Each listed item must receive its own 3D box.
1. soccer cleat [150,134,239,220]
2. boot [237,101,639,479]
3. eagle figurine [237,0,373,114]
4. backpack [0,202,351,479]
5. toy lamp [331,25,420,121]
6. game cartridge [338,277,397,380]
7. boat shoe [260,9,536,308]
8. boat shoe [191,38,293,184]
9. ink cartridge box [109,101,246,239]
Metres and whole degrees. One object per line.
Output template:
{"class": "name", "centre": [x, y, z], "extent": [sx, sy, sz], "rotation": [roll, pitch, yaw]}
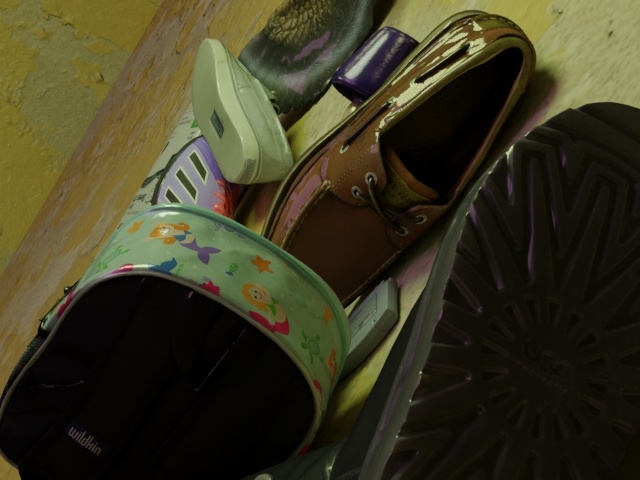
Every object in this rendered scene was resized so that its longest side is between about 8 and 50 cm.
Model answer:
{"class": "soccer cleat", "centre": [-0.133, 0.009, 1.701], "extent": [0.116, 0.108, 0.318], "rotation": [-18, 40, 41]}
{"class": "boot", "centre": [0.028, 0.142, 0.952], "extent": [0.367, 0.146, 0.445], "rotation": [-55, 4, -32]}
{"class": "eagle figurine", "centre": [0.004, -0.309, 1.803], "extent": [0.226, 0.225, 0.298], "rotation": [-22, -33, -22]}
{"class": "backpack", "centre": [-0.100, 0.096, 1.190], "extent": [0.253, 0.225, 0.191], "rotation": [-55, 5, 41]}
{"class": "toy lamp", "centre": [0.005, -0.055, 1.342], "extent": [0.275, 0.080, 0.080], "rotation": [-61, 17, -5]}
{"class": "game cartridge", "centre": [0.033, 0.072, 1.240], "extent": [0.083, 0.017, 0.056], "rotation": [-48, 15, 27]}
{"class": "boat shoe", "centre": [0.053, -0.053, 1.245], "extent": [0.307, 0.110, 0.104], "rotation": [-55, 16, 7]}
{"class": "boat shoe", "centre": [-0.086, -0.141, 1.765], "extent": [0.079, 0.081, 0.227], "rotation": [-63, 34, 35]}
{"class": "ink cartridge box", "centre": [-0.155, -0.064, 1.888], "extent": [0.208, 0.087, 0.153], "rotation": [-61, 17, -10]}
